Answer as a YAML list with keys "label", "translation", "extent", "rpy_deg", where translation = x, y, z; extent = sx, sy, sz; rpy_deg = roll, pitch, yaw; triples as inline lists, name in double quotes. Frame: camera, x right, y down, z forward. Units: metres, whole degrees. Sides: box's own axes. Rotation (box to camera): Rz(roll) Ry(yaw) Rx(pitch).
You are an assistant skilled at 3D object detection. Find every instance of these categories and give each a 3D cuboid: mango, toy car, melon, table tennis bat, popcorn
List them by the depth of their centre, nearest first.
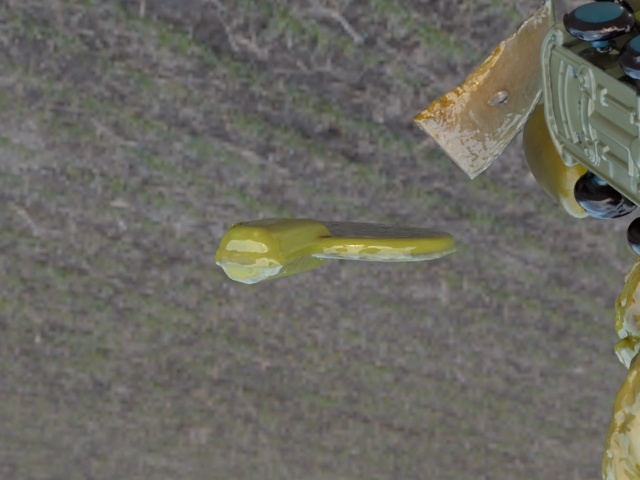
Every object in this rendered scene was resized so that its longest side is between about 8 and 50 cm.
- label: "toy car"
  translation: [0.326, -0.118, 1.073]
  extent: [0.198, 0.248, 0.204]
  rpy_deg: [-22, 125, -14]
- label: "popcorn"
  translation: [0.359, 0.072, 1.201]
  extent: [0.152, 0.148, 0.167]
  rpy_deg: [-37, 169, -47]
- label: "table tennis bat"
  translation: [0.000, 0.000, 1.221]
  extent: [0.224, 0.054, 0.369]
  rpy_deg: [5, -174, 24]
- label: "melon"
  translation: [0.181, -0.152, 1.222]
  extent: [0.182, 0.054, 0.098]
  rpy_deg: [-43, 124, 0]
- label: "mango"
  translation: [0.264, -0.085, 1.322]
  extent: [0.076, 0.161, 0.103]
  rpy_deg: [-7, 127, -3]

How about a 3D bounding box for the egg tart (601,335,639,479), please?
- label: "egg tart"
  translation: [0.308, 0.113, 0.708]
  extent: [0.294, 0.294, 0.123]
  rpy_deg: [-2, -171, 10]
